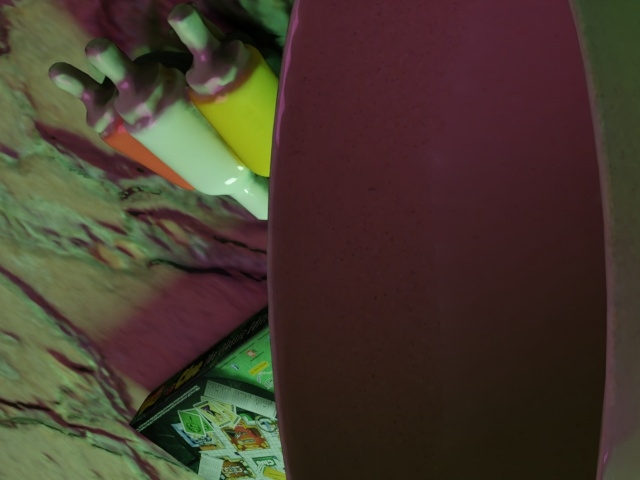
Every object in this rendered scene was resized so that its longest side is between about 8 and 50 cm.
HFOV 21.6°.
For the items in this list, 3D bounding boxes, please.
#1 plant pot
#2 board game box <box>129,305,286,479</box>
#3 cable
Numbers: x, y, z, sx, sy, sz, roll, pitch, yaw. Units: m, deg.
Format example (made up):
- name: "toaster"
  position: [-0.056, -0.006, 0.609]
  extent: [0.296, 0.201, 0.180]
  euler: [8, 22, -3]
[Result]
- name: "plant pot"
  position: [0.111, 0.010, 0.530]
  extent: [0.191, 0.284, 0.284]
  euler: [-2, 153, -17]
- name: "board game box"
  position: [-0.002, 0.098, 0.924]
  extent: [0.136, 0.030, 0.260]
  euler: [39, 147, -9]
- name: "cable"
  position: [0.000, 0.000, 0.745]
  extent: [0.287, 0.072, 0.139]
  euler: [45, 151, -23]
